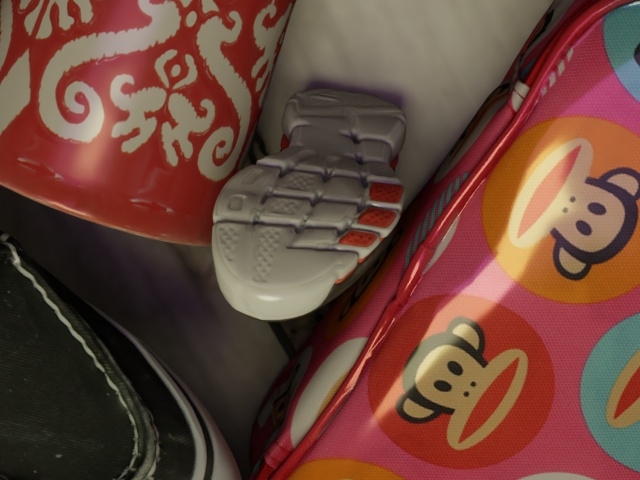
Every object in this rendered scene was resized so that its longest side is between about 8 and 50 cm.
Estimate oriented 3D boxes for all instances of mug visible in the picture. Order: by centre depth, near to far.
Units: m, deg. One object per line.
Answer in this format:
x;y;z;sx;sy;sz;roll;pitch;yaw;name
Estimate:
-0.074;-0.102;0.653;0.150;0.113;0.169;18;100;-18;mug

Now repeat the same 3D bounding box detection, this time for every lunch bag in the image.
0.134;0.066;0.680;0.258;0.120;0.293;32;106;-6;lunch bag

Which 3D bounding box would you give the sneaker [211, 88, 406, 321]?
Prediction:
0.000;0.000;0.654;0.061;0.158;0.065;13;118;9;sneaker

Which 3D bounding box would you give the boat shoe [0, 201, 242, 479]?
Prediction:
-0.158;0.015;0.631;0.306;0.105;0.113;36;66;27;boat shoe
